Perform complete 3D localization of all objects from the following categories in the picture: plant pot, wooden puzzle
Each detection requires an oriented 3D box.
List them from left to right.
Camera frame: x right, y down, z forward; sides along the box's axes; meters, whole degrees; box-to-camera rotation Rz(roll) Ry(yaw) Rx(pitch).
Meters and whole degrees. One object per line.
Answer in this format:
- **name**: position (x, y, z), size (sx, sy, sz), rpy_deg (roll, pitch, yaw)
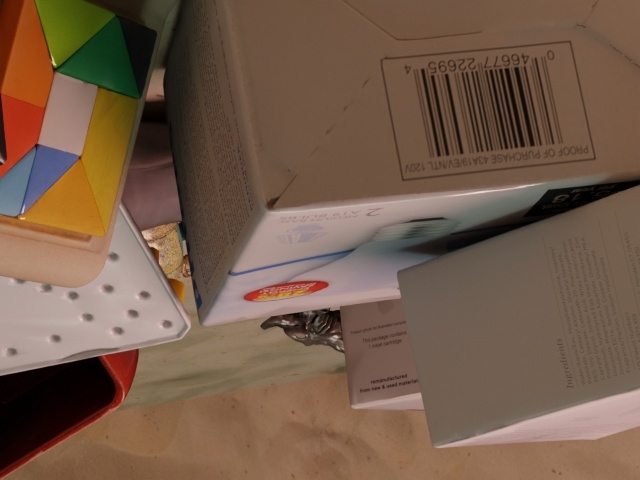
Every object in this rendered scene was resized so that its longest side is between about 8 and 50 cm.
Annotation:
- **plant pot**: position (-0.318, 0.073, 1.765), size (0.267, 0.267, 0.236), rpy_deg (-32, -178, 15)
- **wooden puzzle**: position (-0.185, -0.086, 1.317), size (0.044, 0.238, 0.221), rpy_deg (19, -178, 29)

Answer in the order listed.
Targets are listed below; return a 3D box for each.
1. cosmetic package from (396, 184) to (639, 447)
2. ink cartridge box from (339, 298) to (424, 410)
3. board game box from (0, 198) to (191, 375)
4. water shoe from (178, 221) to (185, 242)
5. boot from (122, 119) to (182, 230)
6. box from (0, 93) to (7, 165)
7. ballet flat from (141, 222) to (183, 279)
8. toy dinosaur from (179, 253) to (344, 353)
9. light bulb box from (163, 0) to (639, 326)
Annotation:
- **cosmetic package**: position (0.215, 0.057, 1.358), size (0.225, 0.138, 0.224), rpy_deg (-22, 164, 35)
- **ink cartridge box**: position (0.114, 0.027, 1.893), size (0.114, 0.272, 0.197), rpy_deg (-13, 167, 36)
- **board game box**: position (-0.345, -0.021, 1.489), size (0.390, 0.050, 0.390), rpy_deg (-11, 138, 13)
- **water shoe**: position (-0.075, -0.046, 1.946), size (0.203, 0.073, 0.080), rpy_deg (-8, -171, 18)
- **boot**: position (-0.080, -0.086, 1.666), size (0.223, 0.118, 0.338), rpy_deg (-19, 176, 29)
- **box**: position (-0.220, -0.169, 0.810), size (0.103, 0.261, 0.184), rpy_deg (-9, 167, 5)
- **ballet flat**: position (-0.299, 0.035, 1.942), size (0.349, 0.123, 0.123), rpy_deg (-12, 167, 18)
- **toy dinosaur**: position (0.000, 0.000, 2.091), size (0.322, 0.164, 0.218), rpy_deg (11, 151, -4)
- **light bulb box**: position (0.082, -0.095, 1.429), size (0.358, 0.225, 0.361), rpy_deg (-6, 166, -11)
